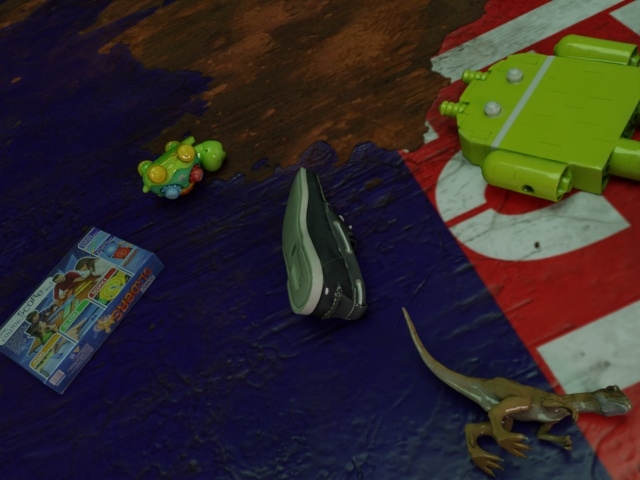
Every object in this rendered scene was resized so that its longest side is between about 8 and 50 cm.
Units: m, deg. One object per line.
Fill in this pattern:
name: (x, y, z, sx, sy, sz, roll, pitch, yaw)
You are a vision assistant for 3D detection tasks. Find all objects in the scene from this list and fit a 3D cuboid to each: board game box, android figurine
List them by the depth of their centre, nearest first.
android figurine: (0.277, -0.150, 0.739, 0.273, 0.056, 0.248, 23, 65, 33)
board game box: (-0.315, 0.081, 0.810, 0.136, 0.035, 0.201, 20, 63, 33)

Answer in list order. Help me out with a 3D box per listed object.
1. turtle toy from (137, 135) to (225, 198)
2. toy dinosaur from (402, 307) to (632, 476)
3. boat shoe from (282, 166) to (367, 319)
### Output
turtle toy: (-0.196, -0.105, 0.889, 0.130, 0.066, 0.095, -39, 25, -13)
toy dinosaur: (0.157, 0.143, 0.559, 0.211, 0.064, 0.112, 13, 40, 20)
boat shoe: (0.000, 0.000, 0.733, 0.079, 0.084, 0.233, 9, 39, -18)
